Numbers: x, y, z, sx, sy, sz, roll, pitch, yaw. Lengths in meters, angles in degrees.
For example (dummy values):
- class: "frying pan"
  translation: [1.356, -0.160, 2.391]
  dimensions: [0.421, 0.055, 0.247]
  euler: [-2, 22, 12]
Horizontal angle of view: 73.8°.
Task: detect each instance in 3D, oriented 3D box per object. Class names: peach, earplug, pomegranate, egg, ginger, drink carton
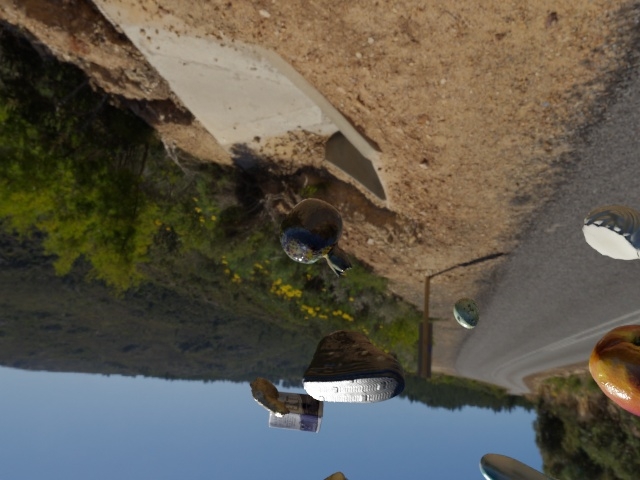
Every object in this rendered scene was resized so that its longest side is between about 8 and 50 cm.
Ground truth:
- class: "peach"
  translation: [0.963, 0.397, 1.280]
  dimensions: [0.281, 0.280, 0.238]
  euler: [-3, -153, 26]
- class: "earplug"
  translation: [0.781, 0.940, 1.657]
  dimensions: [0.324, 0.184, 0.185]
  euler: [27, 171, 15]
- class: "pomegranate"
  translation: [0.000, 0.000, 1.738]
  dimensions: [0.340, 0.285, 0.285]
  euler: [45, 165, 5]
- class: "egg"
  translation: [0.508, 0.251, 1.479]
  dimensions: [0.085, 0.110, 0.085]
  euler: [-8, 150, -5]
- class: "ginger"
  translation: [-0.156, 0.502, 1.350]
  dimensions: [0.165, 0.067, 0.096]
  euler: [33, 178, 34]
- class: "drink carton"
  translation: [-0.104, 0.724, 1.802]
  dimensions: [0.223, 0.101, 0.134]
  euler: [6, 130, -2]

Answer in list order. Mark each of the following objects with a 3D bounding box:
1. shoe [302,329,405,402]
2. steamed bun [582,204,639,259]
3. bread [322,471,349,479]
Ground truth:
- class: "shoe"
  translation: [0.129, 0.428, 1.494]
  dimensions: [0.384, 0.237, 0.171]
  euler: [-17, 120, 34]
- class: "steamed bun"
  translation: [0.817, -0.030, 1.163]
  dimensions: [0.183, 0.106, 0.183]
  euler: [42, 173, 6]
- class: "bread"
  translation: [0.043, 0.697, 1.157]
  dimensions: [0.106, 0.082, 0.125]
  euler: [-27, 126, 3]
